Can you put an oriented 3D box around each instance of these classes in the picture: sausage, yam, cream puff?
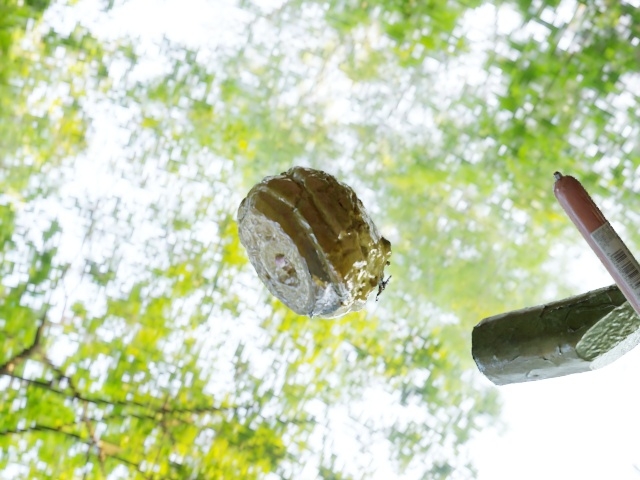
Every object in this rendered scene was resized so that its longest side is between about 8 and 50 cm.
[{"bbox_3d":[0.286,0.026,1.225,0.029,0.029,0.223,-32,-94,-44],"label":"sausage"},{"bbox_3d":[0.327,0.116,1.642,0.106,0.259,0.106,34,-132,-48],"label":"yam"},{"bbox_3d":[0.000,0.000,1.460,0.129,0.189,0.189,-36,-113,-24],"label":"cream puff"}]
